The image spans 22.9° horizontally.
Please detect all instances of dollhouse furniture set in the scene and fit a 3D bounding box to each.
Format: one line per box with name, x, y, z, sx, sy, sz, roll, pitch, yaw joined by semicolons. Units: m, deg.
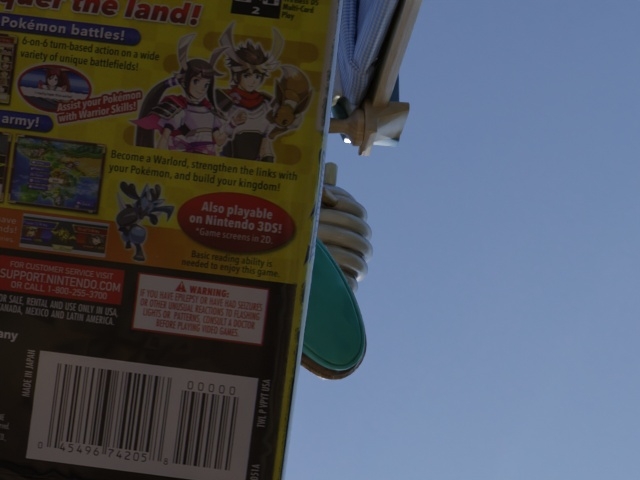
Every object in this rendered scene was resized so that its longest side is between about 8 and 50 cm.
dollhouse furniture set;-0.012;-0.255;1.152;0.198;0.303;0.286;5;-29;-8

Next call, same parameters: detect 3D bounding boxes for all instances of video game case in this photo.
video game case;-0.138;-0.017;0.705;0.275;0.035;0.248;7;-92;2

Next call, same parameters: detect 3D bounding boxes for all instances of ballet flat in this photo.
ballet flat;-0.046;0.003;0.995;0.073;0.067;0.206;-33;-91;-33

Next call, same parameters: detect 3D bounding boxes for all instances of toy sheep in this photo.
toy sheep;0.000;0.000;1.231;0.091;0.091;0.132;24;-109;-37
